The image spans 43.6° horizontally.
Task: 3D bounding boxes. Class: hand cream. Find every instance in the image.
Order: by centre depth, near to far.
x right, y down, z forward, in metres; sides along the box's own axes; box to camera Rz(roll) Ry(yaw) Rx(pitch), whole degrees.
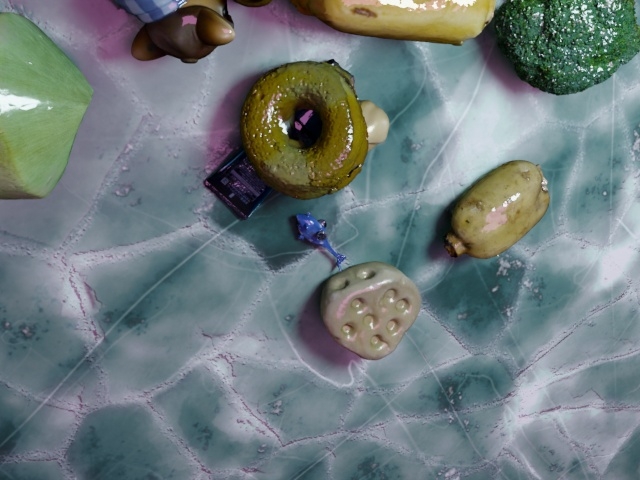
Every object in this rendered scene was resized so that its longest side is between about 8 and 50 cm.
[{"bbox_3d":[-0.100,-0.170,1.610,0.270,0.061,0.120,-45,116,5],"label":"hand cream"}]

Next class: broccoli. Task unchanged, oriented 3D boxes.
[{"bbox_3d":[0.509,-0.441,1.640,0.308,0.308,0.275,24,72,-26],"label":"broccoli"}]

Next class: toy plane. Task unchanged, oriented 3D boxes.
[{"bbox_3d":[0.000,0.000,1.712,0.062,0.054,0.167,-34,118,21],"label":"toy plane"}]

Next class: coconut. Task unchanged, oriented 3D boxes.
[{"bbox_3d":[-0.527,-0.215,1.308,0.329,0.281,0.328,-1,86,8],"label":"coconut"}]

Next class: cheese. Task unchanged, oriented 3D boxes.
[{"bbox_3d":[0.106,0.154,1.763,0.235,0.117,0.217,-2,110,-21],"label":"cheese"}]

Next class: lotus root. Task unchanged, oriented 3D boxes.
[{"bbox_3d":[0.392,-0.062,1.780,0.284,0.146,0.160,-37,99,-2],"label":"lotus root"}]

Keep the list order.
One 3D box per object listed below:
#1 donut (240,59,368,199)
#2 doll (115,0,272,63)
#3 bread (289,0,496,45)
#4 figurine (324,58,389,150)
[{"bbox_3d":[-0.034,-0.215,1.517,0.272,0.107,0.272,0,92,6],"label":"donut"},{"bbox_3d":[-0.265,-0.480,1.378,0.318,0.209,0.339,-19,116,22],"label":"doll"},{"bbox_3d":[0.113,-0.552,1.455,0.394,0.250,0.361,0,106,-17],"label":"bread"},{"bbox_3d":[0.058,-0.268,1.606,0.108,0.114,0.196,-37,108,1],"label":"figurine"}]
